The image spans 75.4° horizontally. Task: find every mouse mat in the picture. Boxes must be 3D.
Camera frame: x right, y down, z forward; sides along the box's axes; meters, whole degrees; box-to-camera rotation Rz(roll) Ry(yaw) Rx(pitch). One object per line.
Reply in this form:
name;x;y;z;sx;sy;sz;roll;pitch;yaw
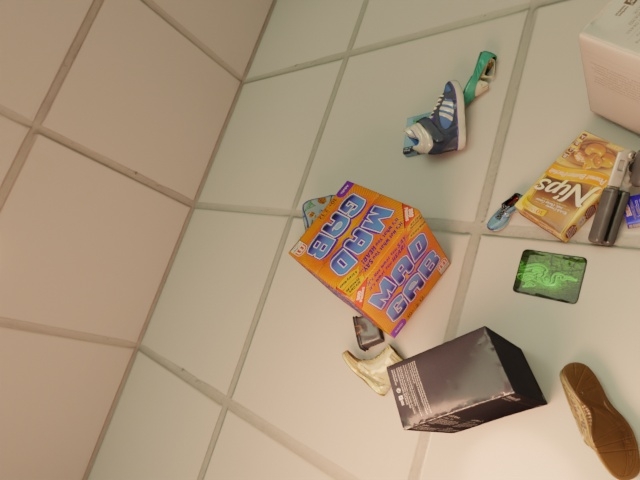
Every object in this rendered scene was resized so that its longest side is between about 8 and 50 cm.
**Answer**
mouse mat;0.725;0.111;1.317;0.189;0.007;0.153;10;76;44

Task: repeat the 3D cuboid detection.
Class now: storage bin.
storage bin;0.188;0.348;1.612;0.091;0.098;0.135;-23;55;19

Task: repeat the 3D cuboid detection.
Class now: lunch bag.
lunch bag;0.067;-0.079;1.811;0.303;0.115;0.243;-12;56;-7

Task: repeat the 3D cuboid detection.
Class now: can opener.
can opener;0.864;-0.121;1.188;0.095;0.076;0.283;-125;46;-77

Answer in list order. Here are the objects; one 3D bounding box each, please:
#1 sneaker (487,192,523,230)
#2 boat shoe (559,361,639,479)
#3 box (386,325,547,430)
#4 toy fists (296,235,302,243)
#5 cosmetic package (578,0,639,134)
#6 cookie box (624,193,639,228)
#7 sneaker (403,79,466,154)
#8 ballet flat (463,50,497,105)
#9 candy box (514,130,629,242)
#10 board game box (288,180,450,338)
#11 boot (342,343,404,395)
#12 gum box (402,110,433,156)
sneaker;0.640;-0.105;1.447;0.162;0.073;0.063;-50;46;11
boat shoe;0.730;0.470;1.094;0.104;0.089;0.285;-14;60;6
box;0.423;0.418;1.193;0.312;0.343;0.179;-31;52;25
toy fists;0.000;0.000;1.939;0.279;0.096;0.142;-41;57;15
cosmetic package;0.975;-0.509;1.118;0.329;0.393;0.327;-48;51;12
cookie box;0.944;-0.091;1.200;0.107;0.040;0.092;-13;61;36
sneaker;0.457;-0.505;1.697;0.236;0.130;0.323;-3;75;7
ballet flat;0.660;-0.666;1.704;0.087;0.083;0.247;22;86;30
candy box;0.811;-0.172;1.322;0.316;0.087;0.183;-49;47;10
board game box;0.182;0.066;1.518;0.356;0.356;0.356;-51;45;-7
boot;0.200;0.442;1.534;0.213;0.077;0.165;39;96;21
gum box;0.448;-0.467;1.813;0.157;0.041;0.184;-5;66;38
